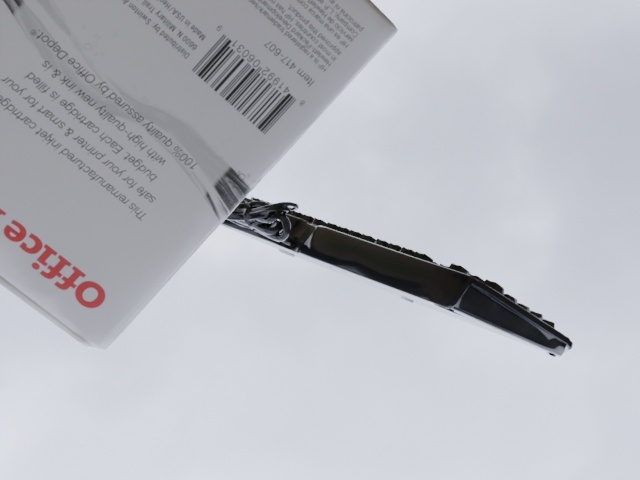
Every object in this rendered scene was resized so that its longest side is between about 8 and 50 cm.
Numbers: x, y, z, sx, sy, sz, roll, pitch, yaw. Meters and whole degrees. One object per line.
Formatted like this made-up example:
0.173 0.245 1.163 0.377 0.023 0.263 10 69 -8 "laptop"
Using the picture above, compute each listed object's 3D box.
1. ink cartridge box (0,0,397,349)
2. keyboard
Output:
-0.091 -0.076 0.579 0.148 0.203 0.086 41 -173 -21 "ink cartridge box"
0.000 0.000 0.839 0.201 0.033 0.317 24 177 -38 "keyboard"
